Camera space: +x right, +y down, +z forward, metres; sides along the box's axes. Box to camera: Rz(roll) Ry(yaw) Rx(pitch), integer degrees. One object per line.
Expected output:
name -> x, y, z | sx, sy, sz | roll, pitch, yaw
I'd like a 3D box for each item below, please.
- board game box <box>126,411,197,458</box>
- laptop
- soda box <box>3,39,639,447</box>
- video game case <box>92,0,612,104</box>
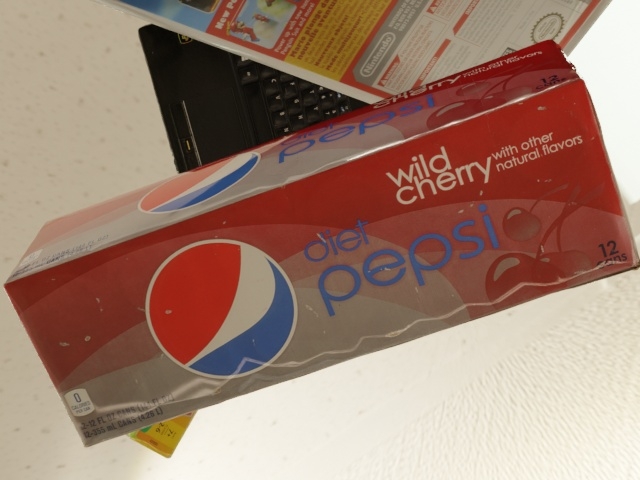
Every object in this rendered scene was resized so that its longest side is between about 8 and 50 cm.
board game box -> -0.105, 0.071, 0.857 | 0.039, 0.259, 0.124 | 33, -101, -16
laptop -> 0.027, -0.075, 0.948 | 0.264, 0.136, 0.234 | -17, -72, -9
soda box -> 0.000, 0.000, 0.575 | 0.263, 0.083, 0.092 | -19, -71, 8
video game case -> 0.032, -0.168, 0.669 | 0.285, 0.025, 0.204 | 17, -51, -26
